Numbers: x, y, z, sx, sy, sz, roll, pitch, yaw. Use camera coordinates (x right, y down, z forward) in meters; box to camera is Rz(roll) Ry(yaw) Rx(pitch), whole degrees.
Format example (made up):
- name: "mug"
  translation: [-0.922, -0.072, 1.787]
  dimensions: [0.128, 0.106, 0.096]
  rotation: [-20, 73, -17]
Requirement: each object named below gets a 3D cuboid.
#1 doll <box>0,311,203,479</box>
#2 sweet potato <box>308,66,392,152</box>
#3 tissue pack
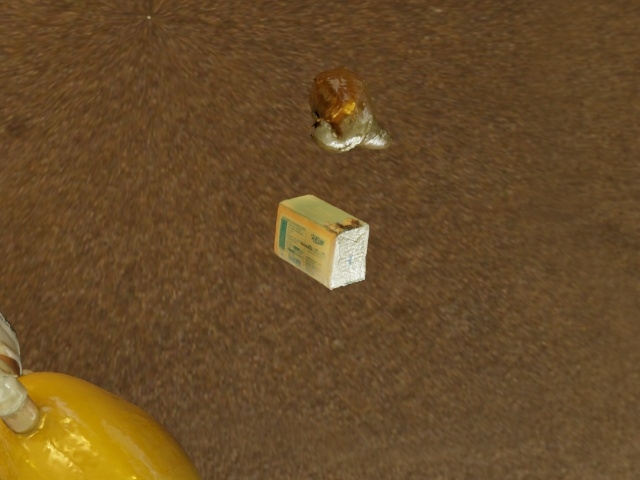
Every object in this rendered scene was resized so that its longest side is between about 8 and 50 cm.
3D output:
- name: "doll"
  translation: [-0.259, 0.189, 1.138]
  dimensions: [0.161, 0.423, 0.348]
  rotation: [-44, 104, -15]
- name: "sweet potato"
  translation: [0.033, -0.182, 1.638]
  dimensions: [0.098, 0.310, 0.124]
  rotation: [-24, 88, 11]
- name: "tissue pack"
  translation: [0.000, 0.000, 1.252]
  dimensions: [0.059, 0.094, 0.074]
  rotation: [-20, 128, -39]
